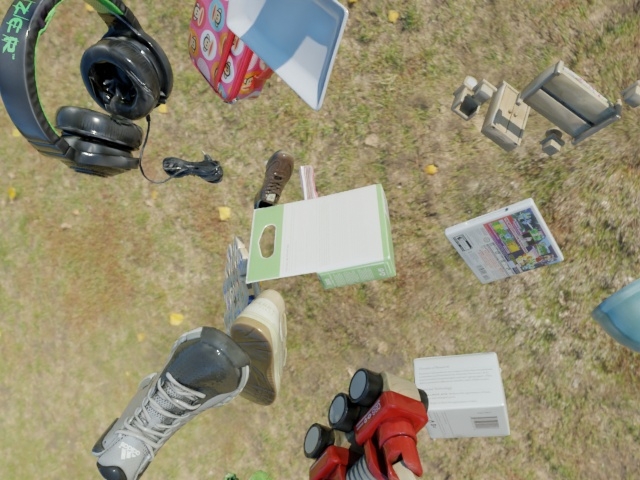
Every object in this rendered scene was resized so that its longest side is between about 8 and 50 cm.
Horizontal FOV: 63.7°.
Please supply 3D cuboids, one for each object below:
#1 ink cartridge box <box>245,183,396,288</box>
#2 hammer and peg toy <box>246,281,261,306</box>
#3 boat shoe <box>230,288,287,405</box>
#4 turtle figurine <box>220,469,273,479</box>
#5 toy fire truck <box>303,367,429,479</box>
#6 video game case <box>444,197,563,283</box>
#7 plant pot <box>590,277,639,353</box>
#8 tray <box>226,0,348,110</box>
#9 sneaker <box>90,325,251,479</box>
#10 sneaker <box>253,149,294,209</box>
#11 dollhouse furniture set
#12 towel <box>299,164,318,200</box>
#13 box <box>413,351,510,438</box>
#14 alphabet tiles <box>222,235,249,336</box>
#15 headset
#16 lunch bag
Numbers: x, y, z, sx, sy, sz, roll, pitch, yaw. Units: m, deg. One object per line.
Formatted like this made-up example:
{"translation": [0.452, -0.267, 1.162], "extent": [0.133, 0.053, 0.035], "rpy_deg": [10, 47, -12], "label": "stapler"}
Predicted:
{"translation": [0.000, 0.000, 0.864], "extent": [0.234, 0.171, 0.056], "rpy_deg": [-12, 137, 13], "label": "ink cartridge box"}
{"translation": [-0.203, 0.255, 1.623], "extent": [0.266, 0.127, 0.362], "rpy_deg": [130, 130, -64], "label": "hammer and peg toy"}
{"translation": [-0.108, 0.205, 0.943], "extent": [0.109, 0.098, 0.302], "rpy_deg": [21, 139, 11], "label": "boat shoe"}
{"translation": [-0.169, 0.640, 1.197], "extent": [0.274, 0.198, 0.266], "rpy_deg": [31, 128, -24], "label": "turtle figurine"}
{"translation": [0.095, 0.352, 0.753], "extent": [0.158, 0.246, 0.217], "rpy_deg": [26, 116, -19], "label": "toy fire truck"}
{"translation": [0.389, 0.009, 1.088], "extent": [0.183, 0.023, 0.201], "rpy_deg": [-22, 132, 29], "label": "video game case"}
{"translation": [0.981, 0.228, 1.499], "extent": [0.293, 0.293, 0.196], "rpy_deg": [-45, 54, 31], "label": "plant pot"}
{"translation": [-0.051, -0.317, 0.734], "extent": [0.270, 0.030, 0.145], "rpy_deg": [50, 138, 30], "label": "tray"}
{"translation": [-0.160, 0.184, 0.525], "extent": [0.086, 0.132, 0.228], "rpy_deg": [41, 132, -6], "label": "sneaker"}
{"translation": [-0.107, -0.123, 1.209], "extent": [0.071, 0.066, 0.188], "rpy_deg": [-97, 27, -42], "label": "sneaker"}
{"translation": [0.563, -0.397, 1.289], "extent": [0.303, 0.174, 0.355], "rpy_deg": [31, 152, -12], "label": "dollhouse furniture set"}
{"translation": [-0.032, -0.165, 1.616], "extent": [0.029, 0.197, 0.144], "rpy_deg": [-9, 97, 8], "label": "towel"}
{"translation": [0.310, 0.344, 1.129], "extent": [0.181, 0.119, 0.181], "rpy_deg": [-9, 139, 18], "label": "box"}
{"translation": [-0.226, 0.140, 1.375], "extent": [0.278, 0.021, 0.284], "rpy_deg": [-125, 42, -59], "label": "alphabet tiles"}
{"translation": [-0.291, -0.198, 0.785], "extent": [0.185, 0.394, 0.244], "rpy_deg": [11, 71, 15], "label": "headset"}
{"translation": [-0.172, -0.458, 1.134], "extent": [0.258, 0.120, 0.293], "rpy_deg": [54, 138, 21], "label": "lunch bag"}
